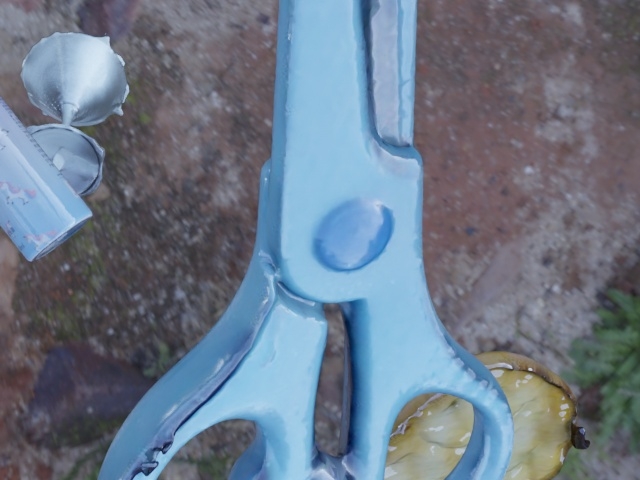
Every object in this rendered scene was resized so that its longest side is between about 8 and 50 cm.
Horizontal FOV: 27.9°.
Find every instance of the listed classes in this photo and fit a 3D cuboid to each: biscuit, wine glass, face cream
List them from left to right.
[{"bbox_3d":[-0.306,-0.091,1.172,0.075,0.075,0.229,-38,91,-2],"label":"face cream"},{"bbox_3d":[-0.336,-0.161,1.710,0.156,0.232,0.156,-2,126,-3],"label":"wine glass"},{"bbox_3d":[0.117,0.165,1.036,0.202,0.041,0.260,-9,142,-9],"label":"biscuit"}]

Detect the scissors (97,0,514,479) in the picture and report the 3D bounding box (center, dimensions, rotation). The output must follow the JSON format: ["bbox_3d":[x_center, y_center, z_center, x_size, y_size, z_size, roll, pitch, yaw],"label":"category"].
[{"bbox_3d":[0.000,0.000,0.450,0.180,0.032,0.393,-14,127,-23],"label":"scissors"}]
